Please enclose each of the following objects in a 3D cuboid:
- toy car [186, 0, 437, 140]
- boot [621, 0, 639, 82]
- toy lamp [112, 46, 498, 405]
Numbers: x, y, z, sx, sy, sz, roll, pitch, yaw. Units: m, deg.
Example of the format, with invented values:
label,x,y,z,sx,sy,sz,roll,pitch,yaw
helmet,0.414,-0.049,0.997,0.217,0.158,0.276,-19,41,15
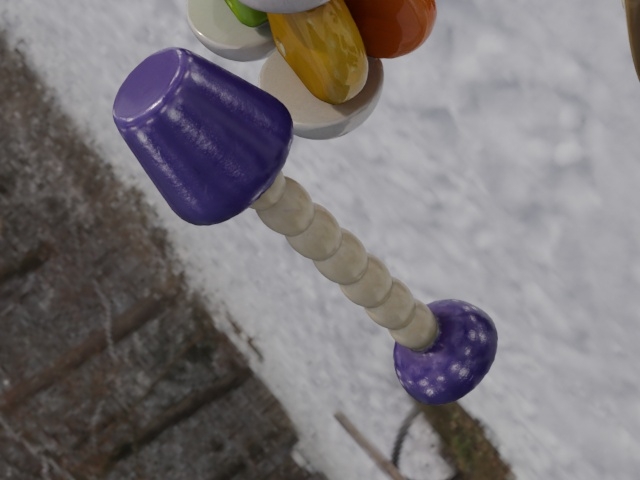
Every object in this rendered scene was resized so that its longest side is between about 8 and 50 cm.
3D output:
label,x,y,z,sx,sy,sz,roll,pitch,yaw
toy car,-0.006,-0.163,0.613,0.182,0.136,0.159,48,167,29
boot,0.174,-0.224,0.541,0.262,0.095,0.203,59,-155,-51
toy lamp,0.000,0.000,0.576,0.274,0.080,0.080,41,178,-36
